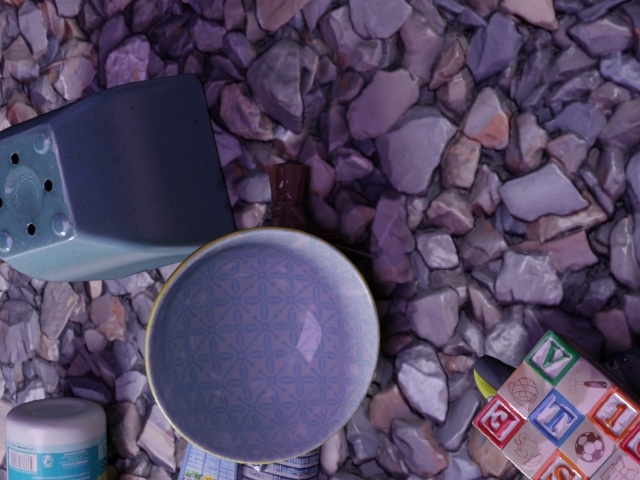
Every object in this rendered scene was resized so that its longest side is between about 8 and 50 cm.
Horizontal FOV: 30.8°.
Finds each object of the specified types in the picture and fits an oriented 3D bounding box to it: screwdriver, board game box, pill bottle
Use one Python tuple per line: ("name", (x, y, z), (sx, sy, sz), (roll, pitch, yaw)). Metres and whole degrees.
("screwdriver", (0.000, 0.000, 1.491), (0.170, 0.025, 0.024), (15, 104, 21))
("board game box", (-0.095, 0.253, 1.557), (0.194, 0.060, 0.194), (11, 103, 31))
("pill bottle", (-0.387, 0.374, 1.710), (0.146, 0.146, 0.264), (6, 100, 32))

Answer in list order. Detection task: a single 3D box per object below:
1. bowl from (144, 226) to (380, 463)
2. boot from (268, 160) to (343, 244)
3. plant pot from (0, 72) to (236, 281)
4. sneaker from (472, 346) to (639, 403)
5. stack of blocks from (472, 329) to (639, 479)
("bowl", (-0.083, 0.118, 1.455), (0.156, 0.289, 0.289), (-156, 64, -74))
("boot", (-0.020, -0.050, 1.475), (0.106, 0.037, 0.114), (-1, 78, 19))
("plant pot", (-0.303, -0.072, 1.533), (0.247, 0.252, 0.248), (-14, 88, 34))
("sneaker", (0.311, 0.169, 1.272), (0.300, 0.111, 0.121), (16, 90, 27))
("stack of blocks", (0.319, 0.219, 1.149), (0.297, 0.087, 0.171), (43, 100, 28))
